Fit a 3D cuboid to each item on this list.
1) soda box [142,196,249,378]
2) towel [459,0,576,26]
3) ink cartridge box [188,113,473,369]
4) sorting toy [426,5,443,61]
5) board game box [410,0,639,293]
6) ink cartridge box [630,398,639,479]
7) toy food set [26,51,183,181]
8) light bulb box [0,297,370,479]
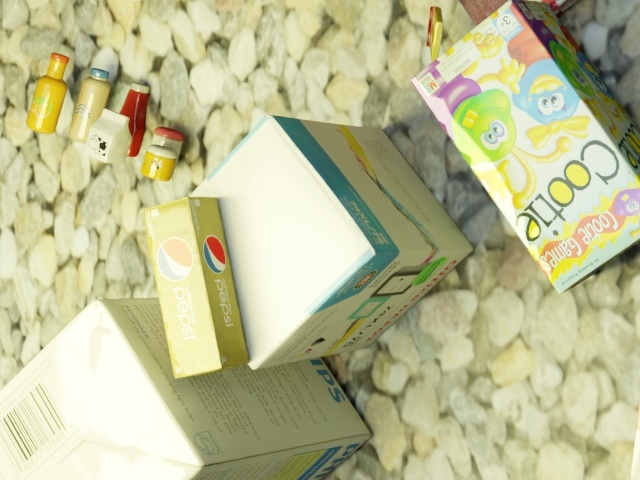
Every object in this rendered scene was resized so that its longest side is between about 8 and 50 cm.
[{"bbox_3d":[-0.129,0.048,1.469,0.061,0.058,0.181,-14,85,28],"label":"soda box"},{"bbox_3d":[0.265,-0.393,1.572,0.329,0.037,0.237,-38,72,23],"label":"towel"},{"bbox_3d":[0.000,0.000,1.585,0.198,0.270,0.197,-45,71,22],"label":"ink cartridge box"},{"bbox_3d":[0.154,-0.332,1.547,0.046,0.132,0.275,6,96,0],"label":"sorting toy"},{"bbox_3d":[0.247,-0.103,1.498,0.144,0.142,0.275,-38,81,24],"label":"board game box"},{"bbox_3d":[0.425,0.203,1.431,0.198,0.067,0.115,4,85,33],"label":"ink cartridge box"},{"bbox_3d":[-0.260,-0.160,1.821,0.232,0.111,0.105,23,101,30],"label":"toy food set"},{"bbox_3d":[-0.200,0.252,1.645,0.358,0.361,0.225,-42,69,23],"label":"light bulb box"}]
